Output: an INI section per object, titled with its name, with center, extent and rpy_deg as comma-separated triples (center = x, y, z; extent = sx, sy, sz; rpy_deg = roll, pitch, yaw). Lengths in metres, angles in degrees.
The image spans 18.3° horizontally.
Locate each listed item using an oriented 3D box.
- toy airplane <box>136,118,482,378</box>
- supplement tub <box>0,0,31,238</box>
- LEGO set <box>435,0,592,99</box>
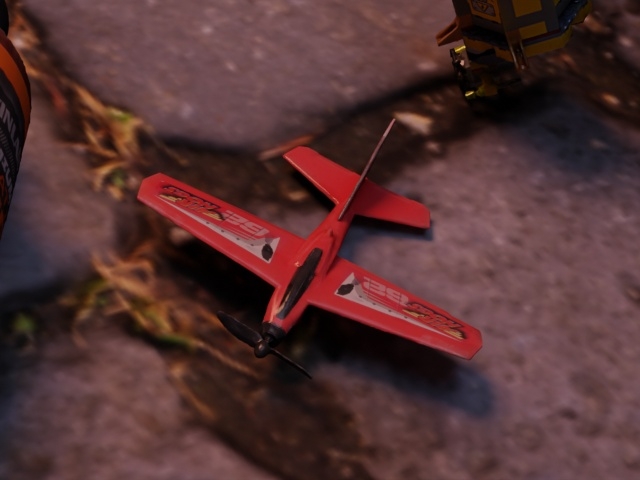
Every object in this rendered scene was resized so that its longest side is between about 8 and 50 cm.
[toy airplane]
center = 0.000, 0.000, 0.808
extent = 0.151, 0.028, 0.151
rpy_deg = 12, 44, -12
[supplement tub]
center = -0.162, -0.025, 0.714
extent = 0.106, 0.106, 0.198
rpy_deg = 13, 44, -8
[LEGO set]
center = 0.149, -0.182, 0.984
extent = 0.255, 0.192, 0.331
rpy_deg = -22, 49, -1
